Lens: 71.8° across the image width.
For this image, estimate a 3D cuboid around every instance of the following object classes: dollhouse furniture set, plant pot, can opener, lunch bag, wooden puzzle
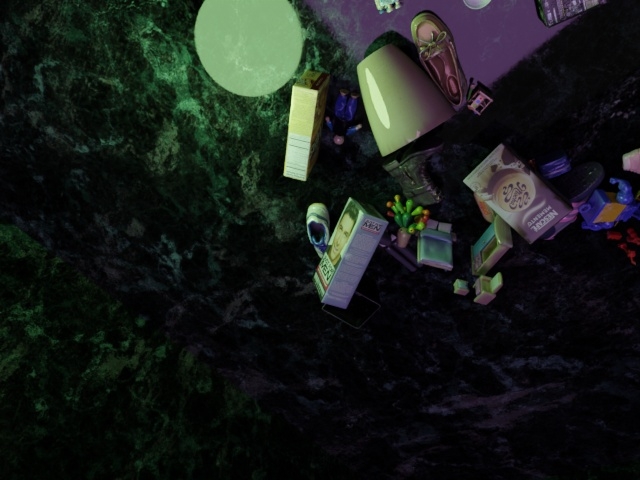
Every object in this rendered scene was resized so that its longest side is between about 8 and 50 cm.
[{"bbox_3d":[0.482,0.025,1.559,0.303,0.286,0.198,15,140,-3],"label":"dollhouse furniture set"},{"bbox_3d":[0.143,0.231,1.907,0.187,0.167,0.188,30,129,-8],"label":"plant pot"},{"bbox_3d":[0.292,0.036,1.763,0.283,0.095,0.076,39,127,-14],"label":"can opener"},{"bbox_3d":[0.232,-0.441,1.350,0.256,0.256,0.274,-28,99,31],"label":"plant pot"},{"bbox_3d":[0.762,-0.246,1.437,0.098,0.067,0.065,-22,118,27],"label":"lunch bag"},{"bbox_3d":[0.705,-0.245,1.492,0.049,0.006,0.083,-24,117,30],"label":"wooden puzzle"}]

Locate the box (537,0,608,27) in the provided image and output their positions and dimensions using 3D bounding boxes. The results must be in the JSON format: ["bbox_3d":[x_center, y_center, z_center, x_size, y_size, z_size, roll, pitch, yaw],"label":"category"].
[{"bbox_3d":[0.636,-0.675,1.141,0.147,0.078,0.180,-17,120,26],"label":"box"}]

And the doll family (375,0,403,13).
[{"bbox_3d":[0.224,-0.731,1.188,0.262,0.118,0.163,-14,121,25],"label":"doll family"}]

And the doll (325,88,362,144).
[{"bbox_3d":[0.082,-0.413,1.515,0.129,0.046,0.189,18,128,3],"label":"doll"}]

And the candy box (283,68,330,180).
[{"bbox_3d":[-0.047,-0.384,1.485,0.087,0.183,0.317,14,129,6],"label":"candy box"}]

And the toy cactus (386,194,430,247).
[{"bbox_3d":[0.307,-0.059,1.610,0.112,0.219,0.181,-9,118,-32],"label":"toy cactus"}]

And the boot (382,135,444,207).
[{"bbox_3d":[0.365,-0.228,1.545,0.263,0.091,0.229,-18,122,47],"label":"boot"}]

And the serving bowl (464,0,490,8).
[{"bbox_3d":[0.435,-0.687,1.220,0.083,0.027,0.083,8,127,10],"label":"serving bowl"}]

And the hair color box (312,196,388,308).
[{"bbox_3d":[0.103,0.046,1.676,0.113,0.185,0.375,18,108,-20],"label":"hair color box"}]

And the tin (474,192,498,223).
[{"bbox_3d":[0.616,-0.144,1.576,0.106,0.040,0.190,-21,118,24],"label":"tin"}]

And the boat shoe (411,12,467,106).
[{"bbox_3d":[0.361,-0.536,1.315,0.104,0.089,0.285,-25,116,31],"label":"boat shoe"}]

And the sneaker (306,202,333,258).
[{"bbox_3d":[0.000,0.000,1.797,0.111,0.131,0.297,-9,125,19],"label":"sneaker"}]

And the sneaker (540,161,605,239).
[{"bbox_3d":[0.840,-0.127,1.500,0.131,0.112,0.319,16,132,-23],"label":"sneaker"}]

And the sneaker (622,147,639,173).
[{"bbox_3d":[1.000,-0.234,1.395,0.134,0.051,0.070,39,145,-27],"label":"sneaker"}]

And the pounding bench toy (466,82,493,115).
[{"bbox_3d":[0.481,-0.442,1.377,0.083,0.052,0.065,32,128,-9],"label":"pounding bench toy"}]

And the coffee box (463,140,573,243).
[{"bbox_3d":[0.637,-0.158,1.433,0.297,0.119,0.168,45,120,8],"label":"coffee box"}]

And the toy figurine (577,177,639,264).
[{"bbox_3d":[0.927,-0.098,1.369,0.217,0.191,0.363,4,142,2],"label":"toy figurine"}]
